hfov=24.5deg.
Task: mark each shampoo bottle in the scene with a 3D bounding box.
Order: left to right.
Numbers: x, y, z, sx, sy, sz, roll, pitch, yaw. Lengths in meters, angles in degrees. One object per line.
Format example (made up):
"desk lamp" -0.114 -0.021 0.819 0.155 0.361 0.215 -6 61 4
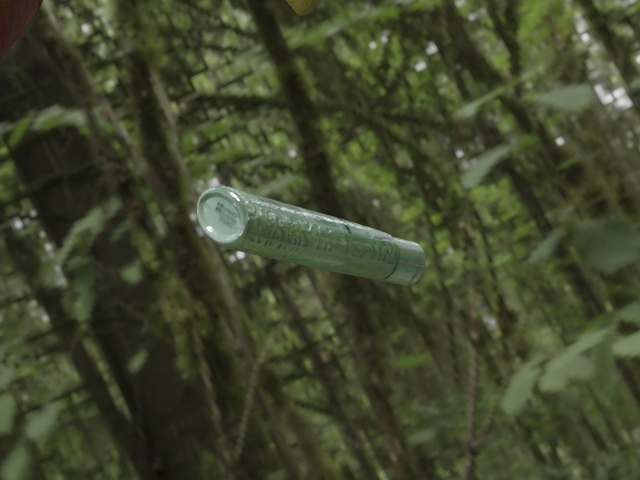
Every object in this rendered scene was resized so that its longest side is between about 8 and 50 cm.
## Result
"shampoo bottle" 0.000 0.000 1.095 0.191 0.069 0.041 14 -81 -40

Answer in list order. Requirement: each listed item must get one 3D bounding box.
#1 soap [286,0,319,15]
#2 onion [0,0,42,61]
"soap" 0.045 -0.219 0.771 0.092 0.037 0.252 -36 -11 -31
"onion" -0.300 -0.215 0.942 0.276 0.276 0.276 -25 -14 -7
